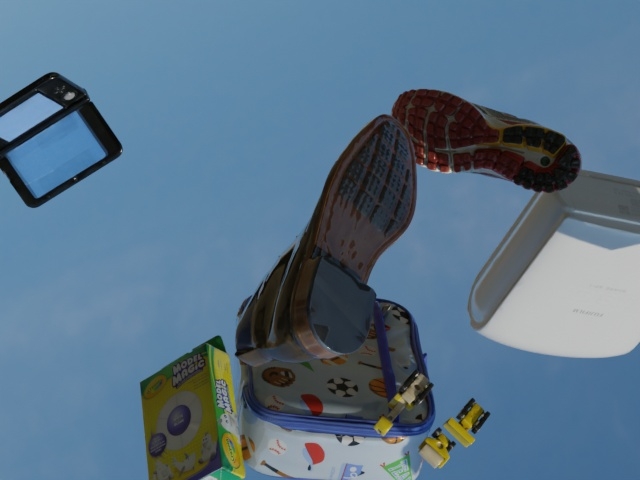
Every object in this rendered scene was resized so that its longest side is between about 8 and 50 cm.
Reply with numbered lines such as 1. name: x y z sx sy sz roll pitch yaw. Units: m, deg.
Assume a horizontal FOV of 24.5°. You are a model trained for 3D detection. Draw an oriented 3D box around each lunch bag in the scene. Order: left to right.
1. lunch bag: 0.018 0.165 1.751 0.243 0.115 0.303 4 -151 -5

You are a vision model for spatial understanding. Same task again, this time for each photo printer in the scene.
1. photo printer: 0.356 0.047 1.984 0.307 0.256 0.107 120 -27 -45

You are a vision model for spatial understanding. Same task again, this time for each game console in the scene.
1. game console: -0.281 -0.100 1.483 0.122 0.107 0.071 -31 -109 10

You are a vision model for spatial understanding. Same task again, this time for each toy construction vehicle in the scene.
1. toy construction vehicle: 0.102 0.170 1.375 0.098 0.086 0.035 -46 175 -47

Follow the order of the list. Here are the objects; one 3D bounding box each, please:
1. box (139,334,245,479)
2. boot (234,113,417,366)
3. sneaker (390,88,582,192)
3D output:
1. box: -0.140 0.191 1.580 0.105 0.043 0.179 -32 -133 25
2. boot: 0.000 0.000 1.105 0.106 0.082 0.219 -22 -145 44
3. sneaker: 0.183 -0.107 1.640 0.225 0.088 0.093 22 -169 14
